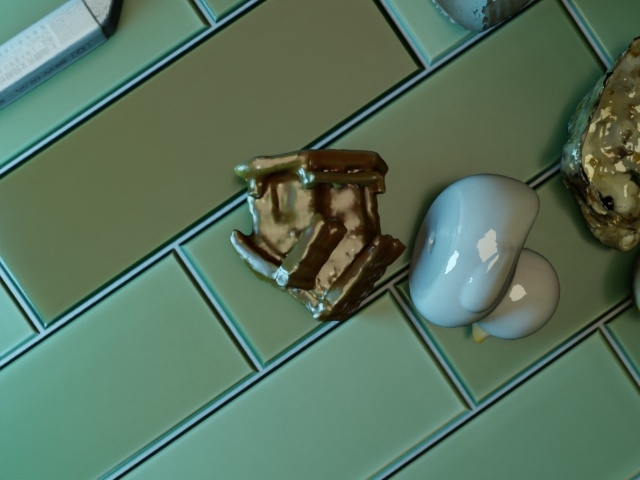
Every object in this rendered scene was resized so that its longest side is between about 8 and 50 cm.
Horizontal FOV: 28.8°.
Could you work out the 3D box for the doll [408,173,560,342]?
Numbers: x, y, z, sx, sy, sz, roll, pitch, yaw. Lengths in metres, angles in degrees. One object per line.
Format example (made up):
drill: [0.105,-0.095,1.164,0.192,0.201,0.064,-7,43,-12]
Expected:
doll: [0.242,0.035,1.712,0.221,0.221,0.251,18,115,-4]

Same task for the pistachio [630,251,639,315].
pistachio: [0.528,0.032,1.762,0.144,0.144,0.215,44,77,-3]

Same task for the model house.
model house: [0.000,-0.002,1.694,0.219,0.199,0.229,-10,87,8]

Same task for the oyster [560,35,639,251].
oyster: [0.424,-0.143,1.784,0.166,0.094,0.294,25,78,-22]

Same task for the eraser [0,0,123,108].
eraser: [-0.409,-0.244,1.708,0.352,0.089,0.061,-34,89,-3]

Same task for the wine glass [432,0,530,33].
wine glass: [0.291,-0.441,1.717,0.357,0.190,0.190,-35,93,-8]
